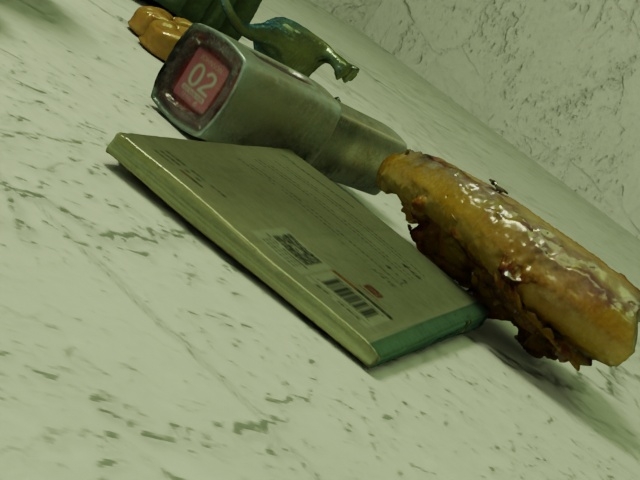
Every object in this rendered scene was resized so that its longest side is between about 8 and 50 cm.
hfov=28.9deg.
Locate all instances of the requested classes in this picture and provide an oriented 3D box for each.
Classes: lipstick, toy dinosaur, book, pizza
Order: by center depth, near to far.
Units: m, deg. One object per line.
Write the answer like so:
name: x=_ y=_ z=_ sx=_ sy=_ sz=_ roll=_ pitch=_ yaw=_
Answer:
book: x=0.000 y=0.000 z=0.824 sx=0.215 sy=0.025 sz=0.283 roll=39 pitch=13 yaw=16
pizza: x=0.138 y=0.016 z=0.976 sx=0.161 sy=0.085 sz=0.305 roll=42 pitch=-3 yaw=-43
lipstick: x=-0.023 y=-0.097 z=1.027 sx=0.079 sy=0.077 sz=0.253 roll=41 pitch=13 yaw=35
toy dinosaur: x=-0.035 y=-0.223 z=1.485 sx=0.147 sy=0.076 sz=0.363 roll=41 pitch=9 yaw=7

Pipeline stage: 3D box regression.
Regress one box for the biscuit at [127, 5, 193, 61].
biscuit: x=-0.061 y=-0.156 z=1.257 sx=0.289 sy=0.044 sz=0.202 roll=31 pitch=12 yaw=-26

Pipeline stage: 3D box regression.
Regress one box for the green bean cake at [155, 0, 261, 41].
green bean cake: x=-0.194 y=-0.356 z=1.518 sx=0.227 sy=0.125 sz=0.222 roll=37 pitch=10 yaw=37
